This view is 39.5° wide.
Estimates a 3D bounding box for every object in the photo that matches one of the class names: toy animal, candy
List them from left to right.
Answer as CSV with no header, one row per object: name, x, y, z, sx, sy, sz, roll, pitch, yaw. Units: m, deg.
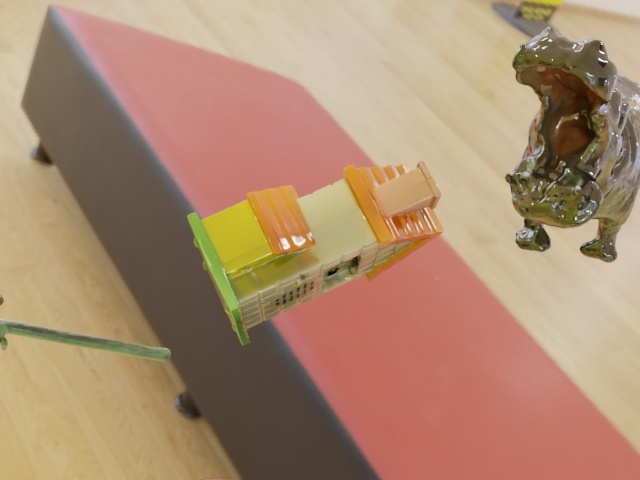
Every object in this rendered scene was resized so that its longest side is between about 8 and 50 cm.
candy,-0.223,0.053,0.591,0.262,0.077,0.073,15,-2,-27
toy animal,0.214,-0.067,0.730,0.106,0.168,0.343,11,8,20

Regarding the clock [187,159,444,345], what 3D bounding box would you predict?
clock,0.000,0.000,0.982,0.255,0.220,0.106,-25,77,-9

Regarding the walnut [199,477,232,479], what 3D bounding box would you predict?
walnut,-0.109,0.317,0.920,0.162,0.140,0.140,30,22,-44
